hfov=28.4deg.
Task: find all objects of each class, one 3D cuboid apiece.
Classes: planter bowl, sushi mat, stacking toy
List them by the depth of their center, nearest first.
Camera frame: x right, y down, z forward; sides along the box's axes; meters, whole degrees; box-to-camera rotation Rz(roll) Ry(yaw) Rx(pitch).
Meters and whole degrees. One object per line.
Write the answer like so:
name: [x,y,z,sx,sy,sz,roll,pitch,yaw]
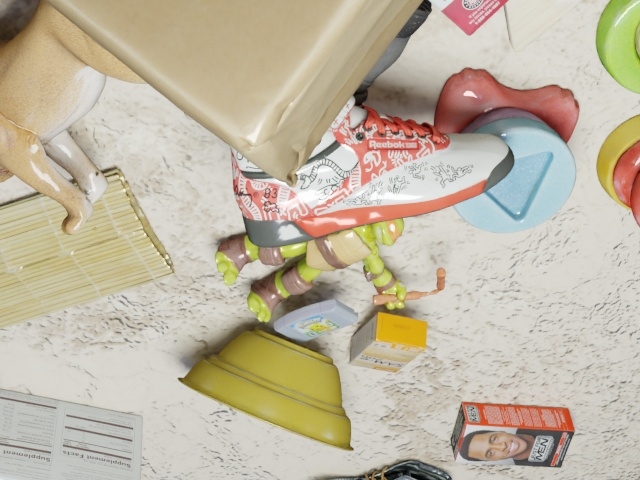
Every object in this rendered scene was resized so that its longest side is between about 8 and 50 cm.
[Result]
stacking toy: [0.281,-0.120,1.272,0.308,0.130,0.280,2,127,-8]
sushi mat: [-0.334,0.026,1.387,0.316,0.019,0.151,-17,128,8]
planter bowl: [-0.046,0.158,1.441,0.217,0.217,0.090,24,86,-22]

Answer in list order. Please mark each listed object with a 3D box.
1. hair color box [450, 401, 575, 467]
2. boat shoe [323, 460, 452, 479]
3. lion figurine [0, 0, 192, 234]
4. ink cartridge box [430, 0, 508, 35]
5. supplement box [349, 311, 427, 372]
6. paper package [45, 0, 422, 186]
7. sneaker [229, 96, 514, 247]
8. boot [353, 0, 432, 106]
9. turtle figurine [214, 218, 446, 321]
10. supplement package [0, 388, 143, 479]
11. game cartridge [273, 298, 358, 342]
hair color box: [0.241,0.246,1.594,0.141,0.043,0.072,4,127,-8]
boat shoe: [0.077,0.317,1.623,0.183,0.065,0.083,11,122,-21]
lion figurine: [-0.246,-0.151,1.166,0.392,0.142,0.240,-36,107,26]
ink cartridge box: [0.108,-0.301,1.120,0.176,0.127,0.128,36,116,-26]
supplement box: [0.077,0.119,1.461,0.062,0.036,0.098,11,155,-13]
paper package: [-0.067,-0.264,0.959,0.325,0.168,0.309,38,92,12]
sneaker: [0.046,-0.095,1.178,0.270,0.090,0.145,-15,113,-6]
boot: [-0.084,-0.201,1.191,0.338,0.118,0.223,24,127,-15]
turtle figurine: [0.000,0.000,1.357,0.217,0.087,0.269,-20,142,21]
supplement package: [-0.346,0.335,1.539,0.204,0.145,0.262,13,125,-15]
game cartridge: [-0.007,0.089,1.395,0.083,0.017,0.056,-22,145,27]
